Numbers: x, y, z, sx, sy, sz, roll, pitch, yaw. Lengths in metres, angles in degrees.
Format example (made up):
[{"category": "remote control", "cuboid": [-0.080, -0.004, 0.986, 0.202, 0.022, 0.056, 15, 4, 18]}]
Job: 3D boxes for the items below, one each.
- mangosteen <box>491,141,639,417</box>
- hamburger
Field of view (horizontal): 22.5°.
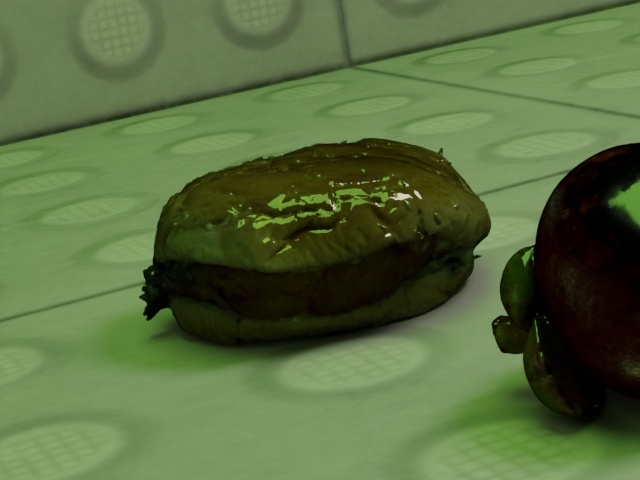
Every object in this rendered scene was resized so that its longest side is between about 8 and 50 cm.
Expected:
[{"category": "mangosteen", "cuboid": [0.200, 0.031, 1.044, 0.200, 0.200, 0.200, -9, 14, 2]}, {"category": "hamburger", "cuboid": [0.000, 0.000, 1.329, 0.309, 0.132, 0.211, -10, 12, -7]}]
